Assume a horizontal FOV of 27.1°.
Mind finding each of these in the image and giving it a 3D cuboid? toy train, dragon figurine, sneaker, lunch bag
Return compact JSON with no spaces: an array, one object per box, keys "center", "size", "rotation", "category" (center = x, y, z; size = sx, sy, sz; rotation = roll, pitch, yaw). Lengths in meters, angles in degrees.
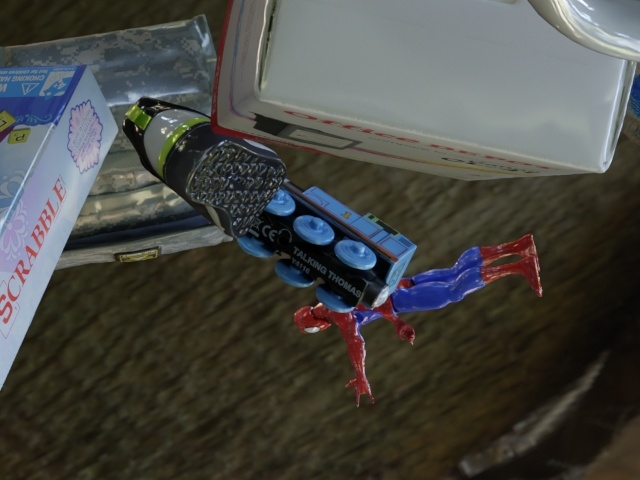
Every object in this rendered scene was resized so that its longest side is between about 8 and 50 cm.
[{"center":[0.000,0.000,1.314],"size":[0.184,0.080,0.105],"rotation":[34,31,16],"category":"toy train"},{"center":[0.412,-0.174,1.627],"size":[0.085,0.144,0.289],"rotation":[103,14,-46],"category":"dragon figurine"},{"center":[-0.101,-0.074,1.146],"size":[0.097,0.084,0.235],"rotation":[36,-4,18],"category":"sneaker"},{"center":[-0.215,-0.074,1.438],"size":[0.287,0.235,0.169],"rotation":[88,-11,-48],"category":"lunch bag"}]

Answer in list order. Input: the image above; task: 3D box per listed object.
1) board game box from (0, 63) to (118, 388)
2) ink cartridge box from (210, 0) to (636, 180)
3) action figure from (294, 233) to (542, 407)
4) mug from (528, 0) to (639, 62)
[{"center":[-0.324,0.021,0.817],"size":[0.066,0.318,0.318],"rotation":[71,25,-45],"category":"board game box"},{"center":[0.052,-0.122,0.906],"size":[0.306,0.226,0.131],"rotation":[-164,-96,-81],"category":"ink cartridge box"},{"center":[0.113,0.091,1.491],"size":[0.091,0.280,0.139],"rotation":[-75,151,-64],"category":"action figure"},{"center":[0.212,-0.227,0.553],"size":[0.374,0.328,0.276],"rotation":[111,-34,-43],"category":"mug"}]
